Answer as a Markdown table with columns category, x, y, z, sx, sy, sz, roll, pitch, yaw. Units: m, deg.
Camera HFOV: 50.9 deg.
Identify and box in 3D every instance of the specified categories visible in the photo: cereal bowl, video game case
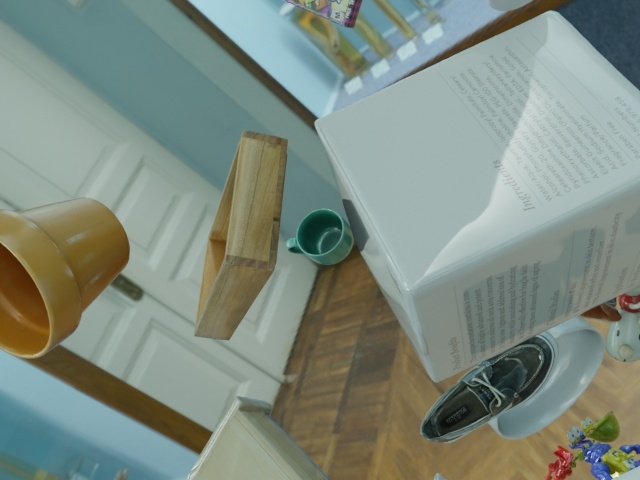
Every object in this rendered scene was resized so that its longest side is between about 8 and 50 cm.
| category | x | y | z | sx | sy | sz | roll | pitch | yaw |
| --- | --- | --- | --- | --- | --- | --- | --- | --- | --- |
| cereal bowl | 0.499 | 0.299 | 1.591 | 0.339 | 0.339 | 0.141 | -48 | 46 | 6 |
| video game case | 0.014 | -0.595 | 1.413 | 0.042 | 0.210 | 0.232 | -26 | -38 | -56 |

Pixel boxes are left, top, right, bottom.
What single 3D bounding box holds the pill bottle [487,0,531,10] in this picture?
| category | x | y | z | sx | sy | sz | roll | pitch | yaw |
| --- | --- | --- | --- | --- | --- | --- | --- | --- | --- |
| pill bottle | 0.247 | -0.448 | 0.981 | 0.124 | 0.124 | 0.221 | -32 | 62 | 34 |

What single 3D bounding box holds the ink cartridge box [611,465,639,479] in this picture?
| category | x | y | z | sx | sy | sz | roll | pitch | yaw |
| --- | --- | --- | --- | --- | --- | --- | --- | --- | --- |
| ink cartridge box | 0.675 | 0.591 | 1.328 | 0.119 | 0.353 | 0.207 | -15 | 30 | -19 |

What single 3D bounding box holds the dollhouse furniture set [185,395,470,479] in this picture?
| category | x | y | z | sx | sy | sz | roll | pitch | yaw |
| --- | --- | --- | --- | --- | --- | --- | --- | --- | --- |
| dollhouse furniture set | 0.018 | 0.324 | 0.655 | 0.198 | 0.303 | 0.286 | 35 | 96 | 43 |

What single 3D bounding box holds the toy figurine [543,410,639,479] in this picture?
| category | x | y | z | sx | sy | sz | roll | pitch | yaw |
| --- | --- | --- | --- | --- | --- | --- | --- | --- | --- |
| toy figurine | 0.760 | 0.598 | 1.759 | 0.217 | 0.363 | 0.191 | 31 | 111 | 36 |

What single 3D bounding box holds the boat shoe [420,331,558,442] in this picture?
| category | x | y | z | sx | sy | sz | roll | pitch | yaw |
| --- | --- | --- | --- | --- | --- | --- | --- | --- | --- |
| boat shoe | 0.340 | 0.310 | 1.355 | 0.335 | 0.119 | 0.121 | -49 | 69 | 19 |

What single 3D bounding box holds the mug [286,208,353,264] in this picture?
| category | x | y | z | sx | sy | sz | roll | pitch | yaw |
| --- | --- | --- | --- | --- | --- | --- | --- | --- | --- |
| mug | 0.007 | -0.007 | 1.707 | 0.158 | 0.097 | 0.129 | 17 | 77 | 32 |

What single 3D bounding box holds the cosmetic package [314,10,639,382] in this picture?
| category | x | y | z | sx | sy | sz | roll | pitch | yaw |
| --- | --- | --- | --- | --- | --- | --- | --- | --- | --- |
| cosmetic package | 0.256 | -0.055 | 1.002 | 0.394 | 0.329 | 0.327 | -25 | 56 | -1 |

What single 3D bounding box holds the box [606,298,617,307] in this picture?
| category | x | y | z | sx | sy | sz | roll | pitch | yaw |
| --- | --- | --- | --- | --- | --- | --- | --- | --- | --- |
| box | 0.783 | 0.085 | 2.172 | 0.296 | 0.073 | 0.293 | -2 | 61 | 18 |

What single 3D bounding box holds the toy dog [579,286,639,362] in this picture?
| category | x | y | z | sx | sy | sz | roll | pitch | yaw |
| --- | --- | --- | --- | --- | --- | --- | --- | --- | --- |
| toy dog | 0.560 | 0.073 | 1.193 | 0.220 | 0.333 | 0.161 | -18 | 9 | 30 |

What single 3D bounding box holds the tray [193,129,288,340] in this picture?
| category | x | y | z | sx | sy | sz | roll | pitch | yaw |
| --- | --- | --- | --- | --- | --- | --- | --- | --- | --- |
| tray | -0.136 | 0.016 | 1.091 | 0.411 | 0.076 | 0.202 | 129 | 149 | -63 |

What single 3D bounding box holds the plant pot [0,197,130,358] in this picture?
| category | x | y | z | sx | sy | sz | roll | pitch | yaw |
| --- | --- | --- | --- | --- | --- | --- | --- | --- | --- |
| plant pot | -0.384 | 0.031 | 0.959 | 0.205 | 0.205 | 0.188 | -29 | 8 | 39 |
